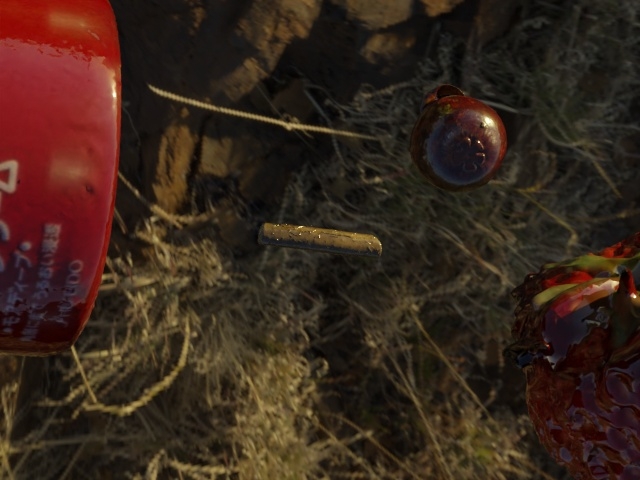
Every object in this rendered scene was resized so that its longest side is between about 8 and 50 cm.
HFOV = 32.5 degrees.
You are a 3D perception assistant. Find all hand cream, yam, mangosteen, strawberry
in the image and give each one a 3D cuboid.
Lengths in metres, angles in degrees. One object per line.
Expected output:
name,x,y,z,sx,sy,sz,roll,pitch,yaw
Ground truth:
hand cream,-0.175,-0.039,0.527,0.125,0.193,0.193,4,104,-22
yam,0.000,0.000,1.286,0.146,0.032,0.032,7,103,-13
mangosteen,0.215,-0.156,1.695,0.146,0.181,0.155,13,106,8
strawberry,0.274,0.109,0.802,0.261,0.261,0.257,-21,104,-7
